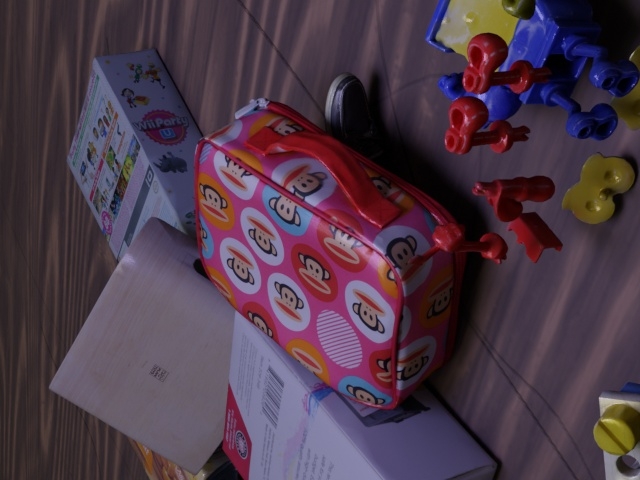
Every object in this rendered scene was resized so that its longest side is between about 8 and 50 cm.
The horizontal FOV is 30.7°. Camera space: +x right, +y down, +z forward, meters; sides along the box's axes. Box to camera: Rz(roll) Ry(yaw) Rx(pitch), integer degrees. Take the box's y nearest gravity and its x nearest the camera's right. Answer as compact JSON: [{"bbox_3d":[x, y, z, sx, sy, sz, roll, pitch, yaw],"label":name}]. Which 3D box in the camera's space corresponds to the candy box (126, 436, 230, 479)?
[{"bbox_3d":[-0.219,0.250,1.686,0.316,0.087,0.183,55,144,31],"label":"candy box"}]

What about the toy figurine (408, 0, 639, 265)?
[{"bbox_3d":[0.133,-0.180,0.843,0.217,0.191,0.362,56,143,38],"label":"toy figurine"}]

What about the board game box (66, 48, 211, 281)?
[{"bbox_3d":[-0.223,-0.067,1.553,0.303,0.097,0.224,59,145,22],"label":"board game box"}]

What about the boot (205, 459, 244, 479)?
[{"bbox_3d":[-0.051,0.379,1.323,0.207,0.094,0.246,46,-170,-14],"label":"boot"}]

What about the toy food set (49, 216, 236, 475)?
[{"bbox_3d":[-0.181,0.138,1.438,0.219,0.092,0.306,32,125,-3],"label":"toy food set"}]

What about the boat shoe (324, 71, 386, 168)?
[{"bbox_3d":[0.042,-0.092,1.154,0.049,0.056,0.152,23,135,42],"label":"boat shoe"}]

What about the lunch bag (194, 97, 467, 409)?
[{"bbox_3d":[0.000,0.000,1.125,0.293,0.120,0.258,35,145,30],"label":"lunch bag"}]

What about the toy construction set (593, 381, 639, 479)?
[{"bbox_3d":[0.262,0.258,0.843,0.215,0.151,0.328,28,138,21],"label":"toy construction set"}]

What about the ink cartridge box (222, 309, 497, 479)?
[{"bbox_3d":[0.025,0.227,1.236,0.306,0.131,0.226,46,139,39],"label":"ink cartridge box"}]
